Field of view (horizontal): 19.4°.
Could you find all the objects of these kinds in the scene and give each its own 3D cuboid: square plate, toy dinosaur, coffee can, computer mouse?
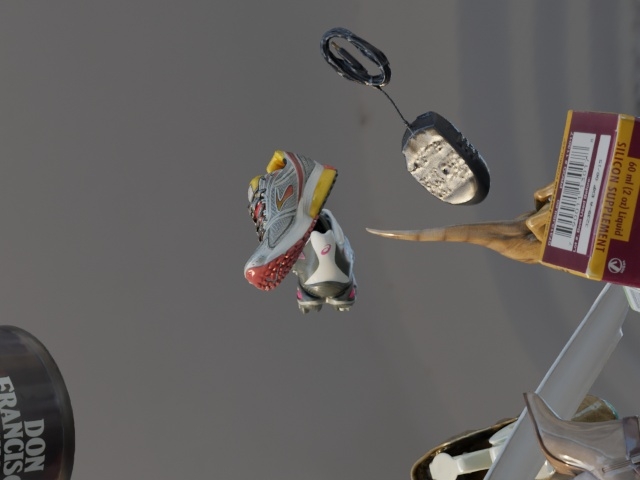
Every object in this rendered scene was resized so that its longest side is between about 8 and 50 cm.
[{"bbox_3d":[0.236,0.222,2.079,0.344,0.049,0.347,-55,-10,-19],"label":"square plate"},{"bbox_3d":[0.158,-0.004,1.451,0.211,0.064,0.112,8,-39,-30],"label":"toy dinosaur"},{"bbox_3d":[-0.394,0.187,1.716,0.275,0.201,0.202,-3,-71,-45],"label":"coffee can"},{"bbox_3d":[0.092,-0.133,1.971,0.071,0.242,0.041,-39,2,40],"label":"computer mouse"}]

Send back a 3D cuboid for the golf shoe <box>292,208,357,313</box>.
[{"bbox_3d":[0.000,0.000,2.629,0.273,0.105,0.120,-115,20,-66],"label":"golf shoe"}]

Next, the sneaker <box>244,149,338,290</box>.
[{"bbox_3d":[-0.055,-0.025,2.251,0.088,0.092,0.225,-61,4,39],"label":"sneaker"}]

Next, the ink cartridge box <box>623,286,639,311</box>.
[{"bbox_3d":[0.365,0.001,1.433,0.235,0.171,0.056,-25,-78,-10],"label":"ink cartridge box"}]

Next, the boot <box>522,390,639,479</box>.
[{"bbox_3d":[0.212,0.153,1.425,0.042,0.087,0.118,44,-156,-63],"label":"boot"}]

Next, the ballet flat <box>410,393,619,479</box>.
[{"bbox_3d":[0.242,0.284,2.483,0.124,0.342,0.116,-7,-99,-40],"label":"ballet flat"}]

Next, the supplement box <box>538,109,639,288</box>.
[{"bbox_3d":[0.246,-0.015,1.188,0.188,0.081,0.104,10,-87,-17],"label":"supplement box"}]
